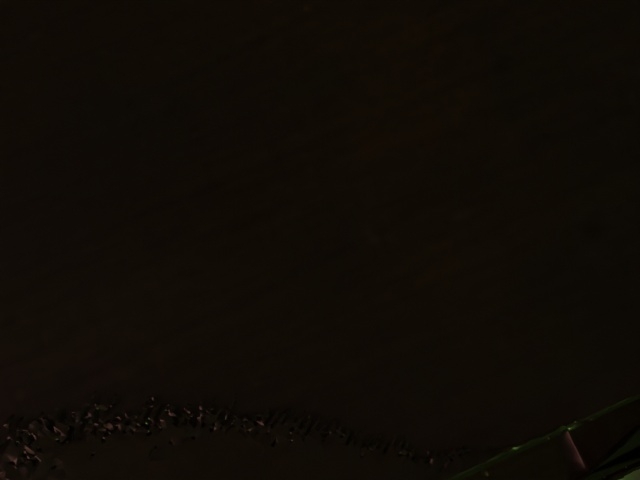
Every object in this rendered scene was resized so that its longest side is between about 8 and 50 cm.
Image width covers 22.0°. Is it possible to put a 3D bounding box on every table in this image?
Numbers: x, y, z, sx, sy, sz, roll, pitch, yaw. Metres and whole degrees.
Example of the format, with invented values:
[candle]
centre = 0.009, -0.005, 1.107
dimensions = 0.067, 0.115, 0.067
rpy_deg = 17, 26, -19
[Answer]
[table]
centre = 0.000, 0.000, 0.499
dimensions = 0.282, 0.250, 0.196
rpy_deg = -24, 76, -5

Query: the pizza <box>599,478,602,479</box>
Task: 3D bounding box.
[pizza]
centre = -0.018, 0.090, 0.696
dimensions = 0.305, 0.161, 0.086
rpy_deg = 20, 123, 21
